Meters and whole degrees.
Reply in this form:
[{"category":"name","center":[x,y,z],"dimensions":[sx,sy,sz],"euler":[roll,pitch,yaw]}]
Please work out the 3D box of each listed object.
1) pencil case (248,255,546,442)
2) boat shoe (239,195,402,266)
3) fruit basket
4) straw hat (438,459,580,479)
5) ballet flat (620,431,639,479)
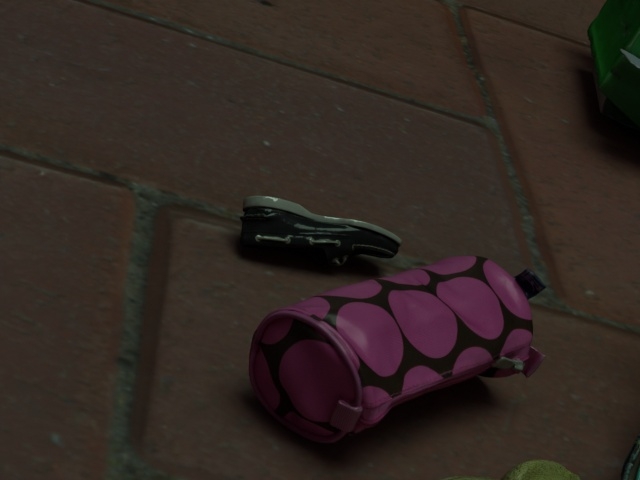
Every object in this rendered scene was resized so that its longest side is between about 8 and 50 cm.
[{"category":"pencil case","center":[0.053,0.068,0.983],"dimensions":[0.209,0.095,0.098],"euler":[-15,60,-47]},{"category":"boat shoe","center":[0.000,0.000,1.121],"dimensions":[0.125,0.038,0.046],"euler":[15,-15,-26]},{"category":"fruit basket","center":[0.451,-0.143,1.644],"dimensions":[0.353,0.165,0.327],"euler":[34,25,-12]},{"category":"straw hat","center":[0.123,0.160,0.891],"dimensions":[0.144,0.061,0.144],"euler":[17,27,-9]},{"category":"ballet flat","center":[0.239,0.130,1.018],"dimensions":[0.070,0.070,0.188],"euler":[30,57,15]}]
